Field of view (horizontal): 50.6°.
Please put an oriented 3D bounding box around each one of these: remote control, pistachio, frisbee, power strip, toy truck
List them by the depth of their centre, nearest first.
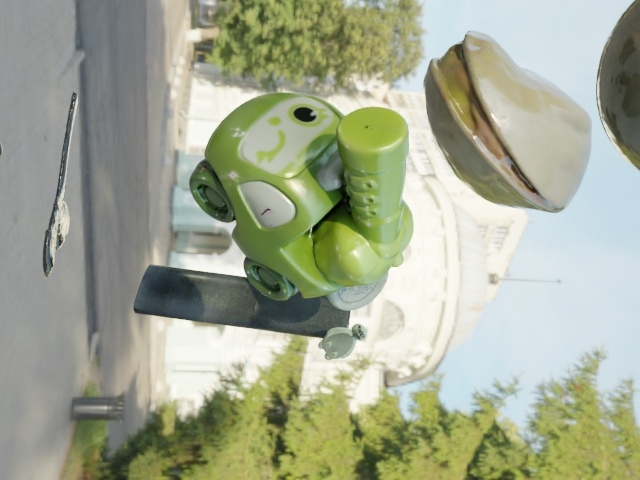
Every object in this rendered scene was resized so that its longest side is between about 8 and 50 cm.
[{"bbox_3d":[0.006,-0.034,0.599,0.148,0.210,0.187,-47,132,-32],"label":"toy truck"},{"bbox_3d":[-0.269,-0.062,0.711,0.211,0.012,0.187,-140,-120,-70],"label":"frisbee"},{"bbox_3d":[0.038,0.166,1.105,0.055,0.083,0.035,61,2,-9],"label":"power strip"},{"bbox_3d":[-0.133,0.109,1.203,0.044,0.377,0.107,94,4,-54],"label":"remote control"},{"bbox_3d":[0.388,-0.237,1.405,0.281,0.445,0.365,-33,-148,30],"label":"pistachio"}]

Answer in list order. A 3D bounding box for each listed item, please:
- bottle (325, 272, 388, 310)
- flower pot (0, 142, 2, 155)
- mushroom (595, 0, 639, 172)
[{"bbox_3d":[0.000,0.000,1.051,0.245,0.104,0.104,47,-42,46],"label":"bottle"},{"bbox_3d":[-0.776,-0.199,1.436,0.157,0.157,0.107,106,6,-52],"label":"flower pot"},{"bbox_3d":[0.350,-0.148,0.593,0.215,0.207,0.207,-50,151,-61],"label":"mushroom"}]
